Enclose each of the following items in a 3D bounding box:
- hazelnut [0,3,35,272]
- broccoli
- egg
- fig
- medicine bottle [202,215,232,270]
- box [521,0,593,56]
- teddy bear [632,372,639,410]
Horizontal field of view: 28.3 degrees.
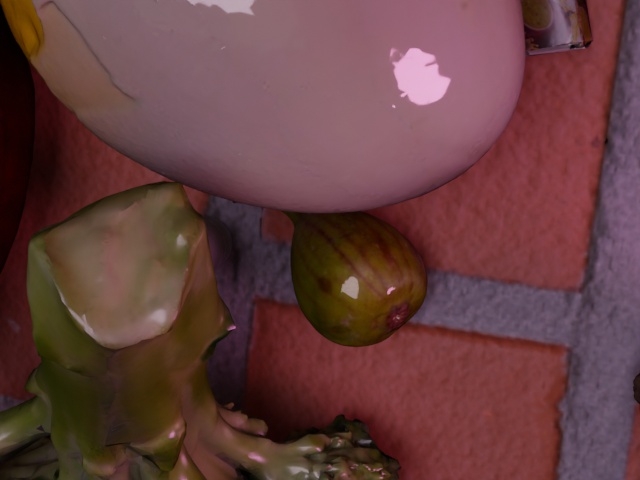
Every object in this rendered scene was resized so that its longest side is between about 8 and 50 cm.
[{"bbox_3d":[-0.390,-0.065,0.868,0.402,0.402,0.429,21,99,13],"label":"hazelnut"},{"bbox_3d":[-0.086,0.141,0.811,0.397,0.353,0.274,-49,50,32],"label":"broccoli"},{"bbox_3d":[-0.033,-0.162,0.775,0.345,0.283,0.283,38,108,-2],"label":"egg"},{"bbox_3d":[-0.003,0.003,0.889,0.166,0.093,0.093,42,108,9],"label":"fig"},{"bbox_3d":[-0.097,0.008,0.921,0.047,0.083,0.047,2,99,17],"label":"medicine bottle"},{"bbox_3d":[0.137,-0.225,0.834,0.050,0.041,0.207,-8,96,21],"label":"box"},{"bbox_3d":[0.269,0.158,0.810,0.140,0.177,0.190,-23,92,-26],"label":"teddy bear"}]
